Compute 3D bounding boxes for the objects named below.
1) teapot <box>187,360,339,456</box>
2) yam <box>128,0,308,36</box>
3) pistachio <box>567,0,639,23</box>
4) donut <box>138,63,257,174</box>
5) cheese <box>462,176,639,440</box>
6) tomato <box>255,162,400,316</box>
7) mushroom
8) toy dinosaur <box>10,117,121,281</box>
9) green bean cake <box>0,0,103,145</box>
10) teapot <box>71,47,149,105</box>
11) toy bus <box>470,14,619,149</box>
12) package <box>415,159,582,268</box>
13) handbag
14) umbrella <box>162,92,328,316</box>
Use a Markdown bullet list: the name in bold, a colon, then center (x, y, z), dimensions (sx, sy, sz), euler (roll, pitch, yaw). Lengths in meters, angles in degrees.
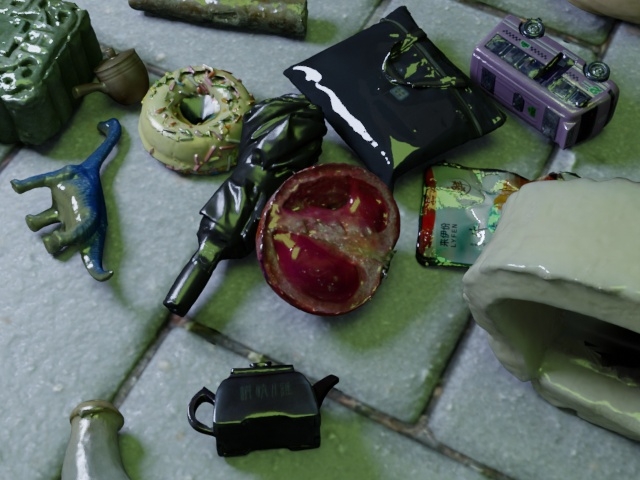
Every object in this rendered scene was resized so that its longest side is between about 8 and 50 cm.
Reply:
- **teapot**: center (-0.064, 0.182, 1.124), dimensions (0.177, 0.087, 0.096), euler (-5, 54, -4)
- **yam**: center (-0.152, -0.347, 1.459), dimensions (0.274, 0.061, 0.061), euler (8, 59, 5)
- **pistachio**: center (0.452, -0.399, 1.455), dimensions (0.229, 0.157, 0.157), euler (26, 62, 8)
- **donut**: center (-0.167, -0.171, 1.347), dimensions (0.174, 0.068, 0.175), euler (0, 59, 1)
- **cheese**: center (0.327, 0.084, 1.075), dimensions (0.332, 0.292, 0.153), euler (23, 60, 26)
- **tomato**: center (0.000, 0.000, 1.215), dimensions (0.173, 0.099, 0.189), euler (27, 76, -15)
- **mushroom**: center (-0.216, 0.290, 1.049), dimensions (0.118, 0.103, 0.270), euler (-32, 58, -18)
- **toy dinosaur**: center (-0.284, -0.054, 1.278), dimensions (0.188, 0.075, 0.247), euler (-31, 58, -26)
- **green bean cake**: center (-0.445, -0.245, 1.362), dimensions (0.227, 0.125, 0.223), euler (12, 58, 12)
- **teapot**: center (-0.297, -0.221, 1.370), dimensions (0.110, 0.080, 0.085), euler (-40, 27, -25)
- **toy bus**: center (0.308, -0.219, 1.364), dimensions (0.108, 0.096, 0.199), euler (-41, 65, -18)
- **package**: center (0.245, -0.030, 1.282), dimensions (0.231, 0.040, 0.166), euler (7, 60, 5)
- **handbag**: center (0.103, -0.201, 1.357), dimensions (0.211, 0.089, 0.254), euler (-33, 65, -12)
- **umbrella**: center (-0.100, -0.049, 1.256), dimensions (0.118, 0.118, 0.340), euler (26, 66, 15)
